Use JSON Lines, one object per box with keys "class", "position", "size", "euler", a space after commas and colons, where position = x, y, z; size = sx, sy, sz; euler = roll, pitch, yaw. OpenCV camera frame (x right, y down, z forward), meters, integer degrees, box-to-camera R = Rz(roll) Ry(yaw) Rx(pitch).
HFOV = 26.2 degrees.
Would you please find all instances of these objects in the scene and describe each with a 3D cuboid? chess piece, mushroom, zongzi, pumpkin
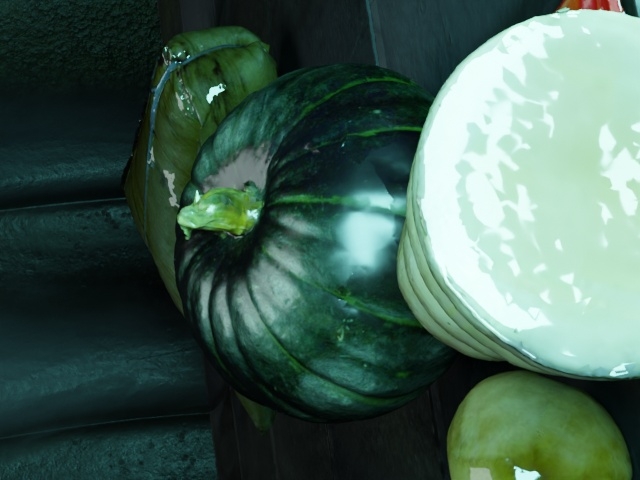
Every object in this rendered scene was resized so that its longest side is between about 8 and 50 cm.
{"class": "chess piece", "position": [0.094, 0.002, 0.630], "size": [0.261, 0.143, 0.142], "euler": [117, 146, -79]}
{"class": "mushroom", "position": [0.095, 0.225, 0.770], "size": [0.128, 0.128, 0.350], "euler": [-110, 21, -52]}
{"class": "zongzi", "position": [-0.095, -0.021, 1.569], "size": [0.356, 0.174, 0.393], "euler": [111, 142, -56]}
{"class": "pumpkin", "position": [0.000, 0.000, 0.911], "size": [0.250, 0.216, 0.249], "euler": [-16, 68, 47]}

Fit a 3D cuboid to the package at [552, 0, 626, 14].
{"class": "package", "position": [0.119, -0.071, 0.718], "size": [0.200, 0.022, 0.083], "euler": [128, 134, -73]}
